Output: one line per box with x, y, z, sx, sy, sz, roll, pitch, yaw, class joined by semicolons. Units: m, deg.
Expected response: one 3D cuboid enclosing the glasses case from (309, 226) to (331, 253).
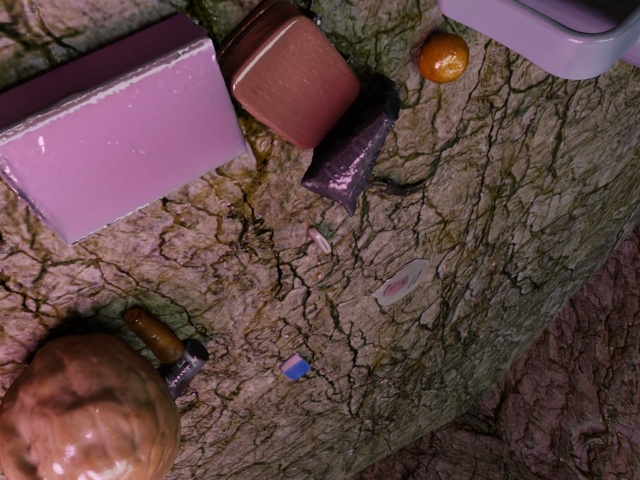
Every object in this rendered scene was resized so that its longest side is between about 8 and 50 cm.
0.000;0.000;1.014;0.021;0.032;0.083;-40;147;-4;glasses case

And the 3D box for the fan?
0.171;0.133;1.363;0.310;0.010;0.182;-15;141;-33;fan

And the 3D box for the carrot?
-0.297;0.170;0.913;0.055;0.055;0.161;-33;140;-10;carrot

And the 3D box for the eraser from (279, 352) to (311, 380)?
-0.066;0.339;1.360;0.063;0.027;0.084;-38;147;-5;eraser

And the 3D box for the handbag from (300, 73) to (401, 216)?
0.057;-0.152;0.740;0.089;0.270;0.175;30;116;-10;handbag

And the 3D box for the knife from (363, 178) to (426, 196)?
0.142;-0.108;1.034;0.222;0.021;0.045;-7;136;-46;knife

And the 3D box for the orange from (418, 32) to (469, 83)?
0.199;-0.294;0.822;0.083;0.070;0.083;-16;143;-12;orange

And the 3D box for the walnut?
-0.363;0.304;0.816;0.285;0.285;0.296;8;131;-49;walnut

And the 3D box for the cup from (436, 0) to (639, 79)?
0.330;-0.368;0.593;0.331;0.311;0.256;-27;148;-38;cup

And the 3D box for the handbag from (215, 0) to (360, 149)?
-0.036;-0.220;0.681;0.151;0.072;0.193;-47;144;12;handbag

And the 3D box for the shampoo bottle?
-0.312;0.291;1.034;0.207;0.057;0.063;-48;147;12;shampoo bottle

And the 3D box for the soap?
-0.229;-0.126;0.594;0.259;0.081;0.181;-32;148;-12;soap
